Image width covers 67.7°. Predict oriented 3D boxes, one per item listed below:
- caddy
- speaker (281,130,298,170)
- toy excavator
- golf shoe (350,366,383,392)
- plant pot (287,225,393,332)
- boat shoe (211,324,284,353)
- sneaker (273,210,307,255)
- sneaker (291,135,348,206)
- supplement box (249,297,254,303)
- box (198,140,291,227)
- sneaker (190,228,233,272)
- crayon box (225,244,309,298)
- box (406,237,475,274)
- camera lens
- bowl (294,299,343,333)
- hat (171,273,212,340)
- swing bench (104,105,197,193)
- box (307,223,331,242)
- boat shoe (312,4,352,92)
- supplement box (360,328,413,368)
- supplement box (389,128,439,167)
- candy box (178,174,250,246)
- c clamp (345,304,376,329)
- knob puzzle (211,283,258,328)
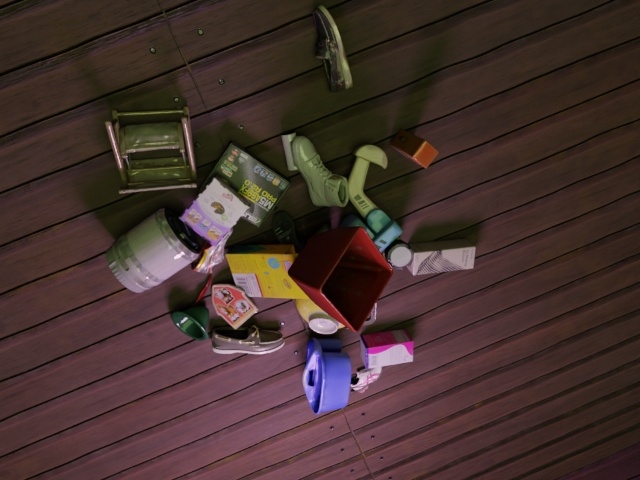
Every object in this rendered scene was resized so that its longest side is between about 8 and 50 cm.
[{"bbox_3d":[0.009,0.582,2.063,0.179,0.241,0.341,-2,112,-16],"label":"caddy"},{"bbox_3d":[-0.106,-0.330,1.754,0.055,0.055,0.136,-13,114,-6],"label":"speaker"},{"bbox_3d":[0.178,-0.085,1.848,0.433,0.222,0.445,-43,106,6],"label":"toy excavator"},{"bbox_3d":[0.214,0.629,2.219,0.086,0.067,0.186,37,101,-21],"label":"golf shoe"},{"bbox_3d":[0.050,0.116,1.666,0.267,0.236,0.267,-55,130,-21],"label":"plant pot"},{"bbox_3d":[-0.302,0.409,1.995,0.305,0.109,0.091,-1,118,-7],"label":"boat shoe"},{"bbox_3d":[-0.114,-0.005,1.880,0.087,0.130,0.227,-31,88,0],"label":"sneaker"},{"bbox_3d":[0.014,-0.250,1.738,0.108,0.169,0.292,-45,126,-30],"label":"sneaker"},{"bbox_3d":[-0.320,0.285,1.978,0.098,0.036,0.062,-23,114,0],"label":"supplement box"},{"bbox_3d":[-0.277,-0.205,1.767,0.270,0.060,0.216,33,102,-22],"label":"box"},{"bbox_3d":[-0.405,0.031,1.838,0.093,0.088,0.225,28,107,-38],"label":"sneaker"},{"bbox_3d":[-0.188,0.120,1.826,0.319,0.081,0.202,0,118,26],"label":"crayon box"},{"bbox_3d":[0.508,0.068,2.029,0.275,0.094,0.113,-7,114,-8],"label":"box"},{"bbox_3d":[-0.590,0.032,1.714,0.274,0.219,0.219,-34,115,4],"label":"camera lens"},{"bbox_3d":[0.022,0.278,1.911,0.290,0.156,0.289,8,140,7],"label":"bowl"},{"bbox_3d":[-0.480,0.282,1.950,0.173,0.183,0.208,45,141,-13],"label":"hat"},{"bbox_3d":[-0.560,-0.305,1.614,0.253,0.165,0.254,-6,119,-10],"label":"swing bench"},{"bbox_3d":[0.000,0.000,1.845,0.109,0.178,0.042,-42,102,7],"label":"box"},{"bbox_3d":[0.027,-0.643,1.625,0.092,0.103,0.285,-27,121,-5],"label":"boat shoe"},{"bbox_3d":[0.297,0.487,2.152,0.220,0.114,0.111,-6,113,-8],"label":"supplement box"},{"bbox_3d":[0.337,-0.340,1.744,0.080,0.233,0.078,31,103,-25],"label":"supplement box"},{"bbox_3d":[-0.374,-0.106,1.704,0.165,0.070,0.196,41,99,-13],"label":"candy box"},{"bbox_3d":[0.184,0.326,2.110,0.137,0.022,0.160,0,113,-12],"label":"c clamp"},{"bbox_3d":[-0.366,0.253,1.912,0.213,0.030,0.213,10,118,19],"label":"knob puzzle"}]
